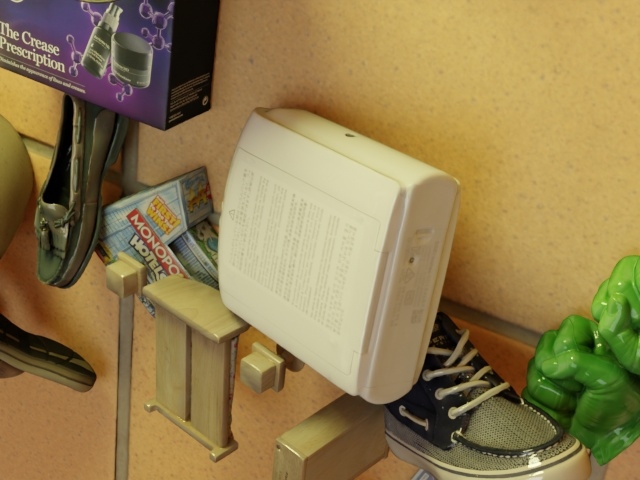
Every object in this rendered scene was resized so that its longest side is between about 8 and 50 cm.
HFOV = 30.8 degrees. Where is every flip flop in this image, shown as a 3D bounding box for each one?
[{"bbox_3d":[-0.449,0.158,1.626,0.277,0.112,0.080,28,103,-23],"label":"flip flop"}]

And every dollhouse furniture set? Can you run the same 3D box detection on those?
[{"bbox_3d":[-0.095,0.193,1.476,0.356,0.174,0.303,31,130,33],"label":"dollhouse furniture set"}]

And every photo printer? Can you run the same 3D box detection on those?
[{"bbox_3d":[0.000,0.000,1.265,0.307,0.107,0.256,29,115,46],"label":"photo printer"}]

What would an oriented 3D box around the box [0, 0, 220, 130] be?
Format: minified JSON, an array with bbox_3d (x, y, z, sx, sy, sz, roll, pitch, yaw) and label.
[{"bbox_3d":[-0.254,-0.263,1.367,0.261,0.103,0.184,22,120,22],"label":"box"}]

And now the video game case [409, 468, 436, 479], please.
[{"bbox_3d":[0.172,0.373,1.452,0.183,0.023,0.201,39,127,10],"label":"video game case"}]

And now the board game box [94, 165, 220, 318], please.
[{"bbox_3d":[-0.191,0.000,1.477,0.194,0.060,0.194,-35,91,39],"label":"board game box"}]

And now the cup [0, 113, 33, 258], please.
[{"bbox_3d":[-0.525,-0.069,1.540,0.331,0.237,0.331,13,119,26],"label":"cup"}]

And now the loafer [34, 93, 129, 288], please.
[{"bbox_3d":[-0.322,-0.068,1.459,0.096,0.084,0.267,27,103,37],"label":"loafer"}]

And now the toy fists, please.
[{"bbox_3d":[0.314,0.116,1.195,0.142,0.096,0.279,43,129,8],"label":"toy fists"}]

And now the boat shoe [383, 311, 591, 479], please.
[{"bbox_3d":[0.147,0.166,1.230,0.340,0.127,0.158,0,108,65],"label":"boat shoe"}]

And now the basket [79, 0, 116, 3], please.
[{"bbox_3d":[-0.159,-0.344,1.185,0.204,0.227,0.154,-11,106,34],"label":"basket"}]
